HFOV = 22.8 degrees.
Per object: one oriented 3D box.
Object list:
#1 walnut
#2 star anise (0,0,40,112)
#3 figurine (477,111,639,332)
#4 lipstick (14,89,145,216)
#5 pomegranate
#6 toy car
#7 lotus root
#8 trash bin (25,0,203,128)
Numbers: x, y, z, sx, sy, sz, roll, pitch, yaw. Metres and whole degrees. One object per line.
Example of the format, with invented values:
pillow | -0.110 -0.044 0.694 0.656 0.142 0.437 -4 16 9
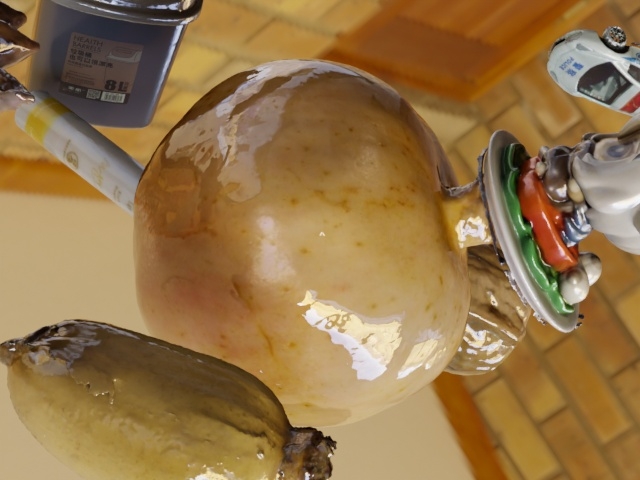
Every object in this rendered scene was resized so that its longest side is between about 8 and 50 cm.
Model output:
walnut | 0.221 0.100 2.540 0.261 0.225 0.225 28 -151 -23
star anise | -0.374 -0.179 1.470 0.109 0.349 0.292 67 -173 -50
figurine | 0.186 -0.025 0.923 0.132 0.153 0.132 49 -150 -42
lipstick | -0.263 -0.093 1.898 0.264 0.059 0.059 36 -169 28
pomegranate | 0.000 0.000 1.662 0.411 0.411 0.411 45 -158 -23
toy car | 0.339 -0.169 1.700 0.204 0.095 0.056 16 -120 -18
lotus root | -0.137 0.159 1.359 0.303 0.131 0.146 21 -143 3
trash bin | -0.264 -0.289 1.989 0.209 0.290 0.182 8 -133 -15
